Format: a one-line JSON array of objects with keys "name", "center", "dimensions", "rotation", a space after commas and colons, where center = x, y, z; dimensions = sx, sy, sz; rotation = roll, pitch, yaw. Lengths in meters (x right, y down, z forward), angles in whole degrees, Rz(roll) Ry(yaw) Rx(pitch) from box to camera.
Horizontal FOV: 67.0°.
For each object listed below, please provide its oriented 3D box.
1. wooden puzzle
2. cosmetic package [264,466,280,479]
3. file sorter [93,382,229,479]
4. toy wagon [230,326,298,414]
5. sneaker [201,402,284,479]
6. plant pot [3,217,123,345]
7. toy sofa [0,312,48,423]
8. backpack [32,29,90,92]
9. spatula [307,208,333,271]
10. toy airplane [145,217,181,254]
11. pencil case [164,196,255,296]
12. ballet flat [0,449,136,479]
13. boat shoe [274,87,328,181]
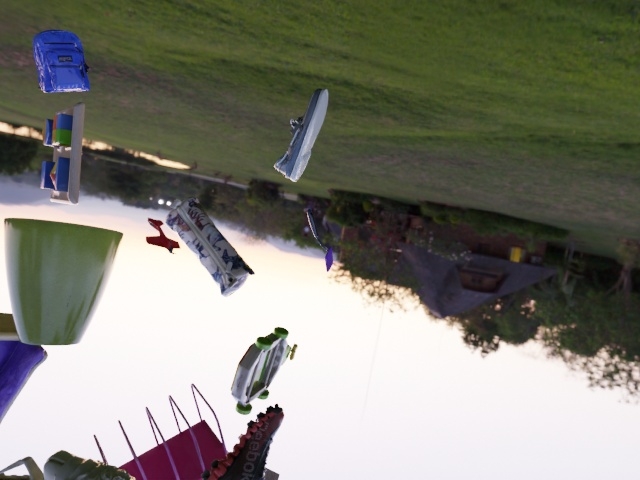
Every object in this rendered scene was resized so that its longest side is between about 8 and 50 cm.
[{"name": "wooden puzzle", "center": [-0.875, -0.288, 1.621], "dimensions": [0.080, 0.323, 0.347], "rotation": [3, -176, -38]}, {"name": "cosmetic package", "center": [-0.192, 0.747, 1.524], "dimensions": [0.115, 0.041, 0.060], "rotation": [29, -145, -4]}, {"name": "file sorter", "center": [-0.417, 0.543, 1.274], "dimensions": [0.290, 0.183, 0.202], "rotation": [-23, -153, -29]}, {"name": "toy wagon", "center": [-0.183, 0.425, 1.654], "dimensions": [0.068, 0.268, 0.344], "rotation": [23, -165, 18]}, {"name": "sneaker", "center": [-0.171, 0.549, 1.226], "dimensions": [0.135, 0.276, 0.098], "rotation": [37, 151, 14]}, {"name": "plant pot", "center": [-0.664, 0.109, 1.225], "dimensions": [0.274, 0.294, 0.275], "rotation": [5, 174, 1]}, {"name": "toy sofa", "center": [-0.972, 0.397, 1.400], "dimensions": [0.177, 0.363, 0.150], "rotation": [40, -173, 29]}, {"name": "backpack", "center": [-0.529, -0.369, 0.995], "dimensions": [0.097, 0.120, 0.101], "rotation": [-16, -156, -37]}, {"name": "spatula", "center": [0.000, 0.000, 1.947], "dimensions": [0.030, 0.297, 0.084], "rotation": [-6, -147, 29]}, {"name": "toy airplane", "center": [-0.477, -0.016, 1.456], "dimensions": [0.151, 0.028, 0.151], "rotation": [44, -167, -12]}, {"name": "pencil case", "center": [-0.435, 0.021, 1.883], "dimensions": [0.410, 0.159, 0.183], "rotation": [51, 162, 4]}, {"name": "ballet flat", "center": [-0.601, 0.531, 1.042], "dimensions": [0.408, 0.147, 0.147], "rotation": [-16, 176, 10]}, {"name": "boat shoe", "center": [-0.067, -0.349, 1.568], "dimensions": [0.099, 0.320, 0.116], "rotation": [27, -151, 9]}]
